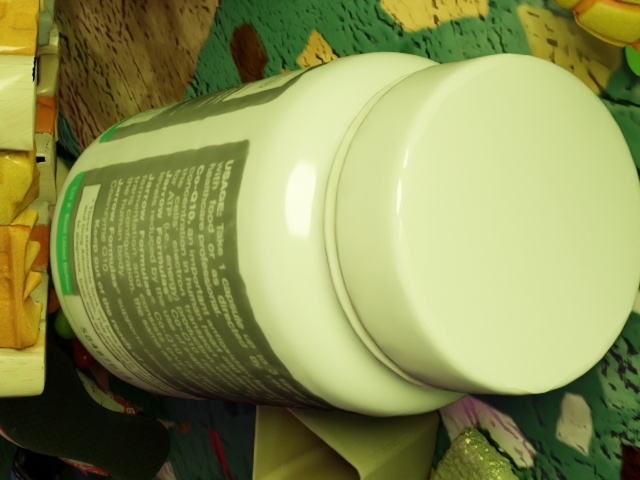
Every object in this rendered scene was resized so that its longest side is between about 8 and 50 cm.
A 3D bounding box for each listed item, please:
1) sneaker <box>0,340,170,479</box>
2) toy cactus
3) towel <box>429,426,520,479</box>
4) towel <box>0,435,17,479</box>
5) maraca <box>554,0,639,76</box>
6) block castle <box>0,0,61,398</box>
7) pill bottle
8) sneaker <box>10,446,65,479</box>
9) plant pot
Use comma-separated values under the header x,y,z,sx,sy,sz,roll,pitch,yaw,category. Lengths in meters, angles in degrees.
x,y,z,sx,sy,sz,roll,pitch,yaw,category
-0.268,0.143,1.273,0.145,0.090,0.270,16,163,38,sneaker
-0.226,0.010,1.247,0.181,0.112,0.219,62,158,21,toy cactus
0.114,0.204,0.964,0.110,0.027,0.148,46,143,27,towel
-0.334,0.124,1.377,0.271,0.040,0.370,-100,11,-56,towel
0.158,-0.129,0.630,0.127,0.099,0.186,12,147,52,maraca
-0.294,-0.121,0.962,0.453,0.212,0.303,-100,13,-47,block castle
0.000,0.000,0.826,0.361,0.204,0.204,-4,108,55,pill bottle
-0.343,0.241,1.582,0.152,0.058,0.085,56,140,25,sneaker
0.024,0.149,0.988,0.109,0.096,0.109,37,139,34,plant pot
